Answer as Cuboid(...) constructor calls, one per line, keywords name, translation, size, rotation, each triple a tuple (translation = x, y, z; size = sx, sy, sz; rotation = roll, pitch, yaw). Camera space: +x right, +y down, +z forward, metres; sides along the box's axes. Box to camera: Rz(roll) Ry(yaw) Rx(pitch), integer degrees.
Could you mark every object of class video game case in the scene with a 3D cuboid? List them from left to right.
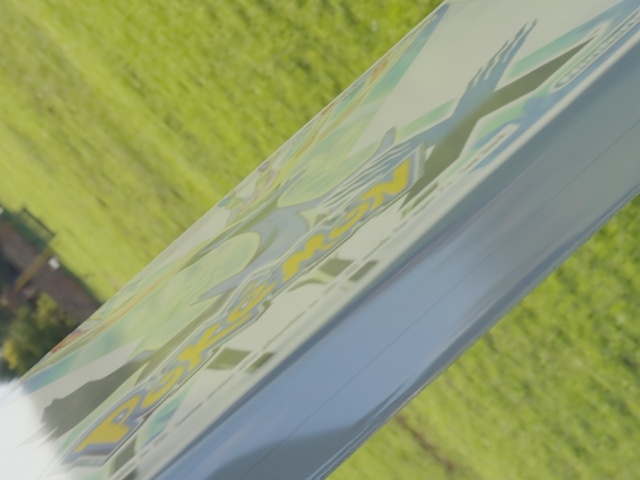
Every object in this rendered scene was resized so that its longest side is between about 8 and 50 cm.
Cuboid(name="video game case", translation=(0.000, 0.000, 0.492), size=(0.036, 0.329, 0.300), rotation=(48, 178, -12))
